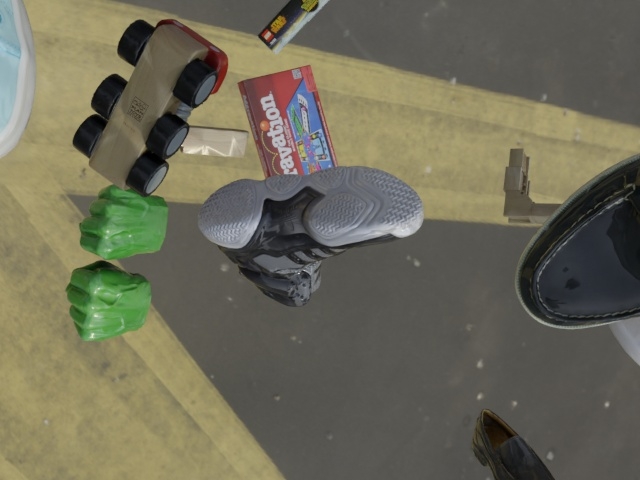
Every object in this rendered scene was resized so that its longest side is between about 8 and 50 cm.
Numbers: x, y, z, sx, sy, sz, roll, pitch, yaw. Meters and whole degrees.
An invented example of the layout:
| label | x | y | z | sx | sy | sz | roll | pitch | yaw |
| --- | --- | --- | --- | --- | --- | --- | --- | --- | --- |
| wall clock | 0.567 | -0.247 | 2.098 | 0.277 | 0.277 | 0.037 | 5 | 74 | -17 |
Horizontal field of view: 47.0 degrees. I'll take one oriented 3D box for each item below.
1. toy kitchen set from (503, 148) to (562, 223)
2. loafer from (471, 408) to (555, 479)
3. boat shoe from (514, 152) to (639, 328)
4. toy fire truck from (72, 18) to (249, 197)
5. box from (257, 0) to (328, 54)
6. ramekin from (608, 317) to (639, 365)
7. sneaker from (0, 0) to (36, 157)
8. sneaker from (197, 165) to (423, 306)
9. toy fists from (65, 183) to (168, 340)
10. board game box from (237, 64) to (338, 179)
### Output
| label | x | y | z | sx | sy | sz | roll | pitch | yaw |
| --- | --- | --- | --- | --- | --- | --- | --- | --- | --- |
| toy kitchen set | 0.263 | -0.059 | 0.875 | 0.068 | 0.075 | 0.083 | 30 | 66 | -60 |
| loafer | 0.248 | 0.281 | 0.953 | 0.062 | 0.170 | 0.061 | -14 | 110 | -20 |
| boat shoe | 0.308 | -0.021 | 0.562 | 0.127 | 0.340 | 0.113 | 66 | 17 | 0 |
| toy fire truck | -0.186 | -0.181 | 1.026 | 0.158 | 0.246 | 0.217 | 34 | 112 | 2 |
| box | 0.005 | -0.240 | 0.677 | 0.027 | 0.137 | 0.094 | 43 | 37 | -14 |
| ramekin | 0.656 | 0.131 | 1.333 | 0.272 | 0.273 | 0.127 | -5 | 145 | -35 |
| sneaker | -0.286 | -0.226 | 0.468 | 0.135 | 0.150 | 0.366 | -17 | 97 | -10 |
| sneaker | 0.000 | 0.000 | 0.866 | 0.153 | 0.268 | 0.101 | 66 | 32 | -44 |
| toy fists | -0.361 | 0.037 | 1.275 | 0.142 | 0.096 | 0.279 | 2 | 104 | -63 |
| board game box | -0.043 | -0.161 | 1.316 | 0.145 | 0.027 | 0.281 | -21 | 100 | -30 |
